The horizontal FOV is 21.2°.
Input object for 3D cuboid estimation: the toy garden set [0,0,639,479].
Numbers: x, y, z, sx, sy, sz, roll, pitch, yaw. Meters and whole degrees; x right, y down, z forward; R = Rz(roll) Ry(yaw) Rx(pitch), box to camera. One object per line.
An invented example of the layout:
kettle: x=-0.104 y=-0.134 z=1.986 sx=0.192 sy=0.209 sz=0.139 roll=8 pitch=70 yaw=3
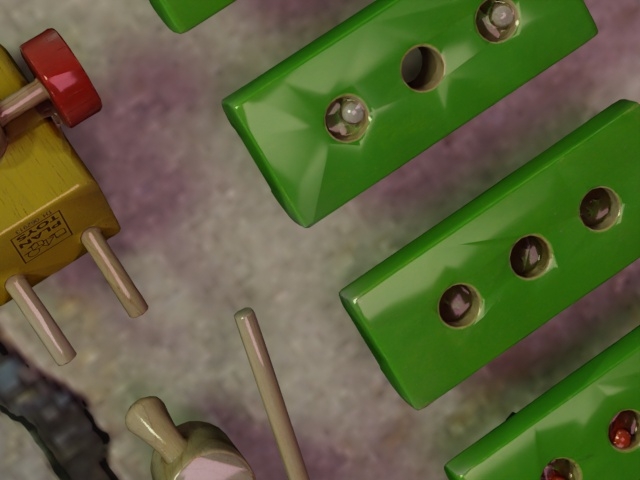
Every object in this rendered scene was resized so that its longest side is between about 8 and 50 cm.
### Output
toy garden set: x=0.000 y=0.000 z=0.520 sx=0.204 sy=0.049 sz=0.244 roll=-34 pitch=108 yaw=-8
